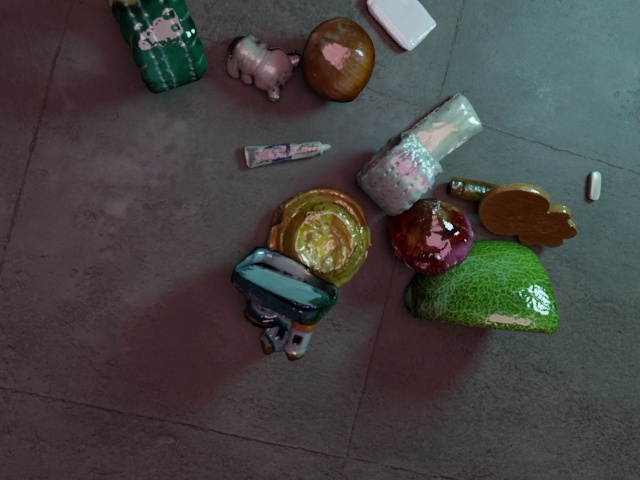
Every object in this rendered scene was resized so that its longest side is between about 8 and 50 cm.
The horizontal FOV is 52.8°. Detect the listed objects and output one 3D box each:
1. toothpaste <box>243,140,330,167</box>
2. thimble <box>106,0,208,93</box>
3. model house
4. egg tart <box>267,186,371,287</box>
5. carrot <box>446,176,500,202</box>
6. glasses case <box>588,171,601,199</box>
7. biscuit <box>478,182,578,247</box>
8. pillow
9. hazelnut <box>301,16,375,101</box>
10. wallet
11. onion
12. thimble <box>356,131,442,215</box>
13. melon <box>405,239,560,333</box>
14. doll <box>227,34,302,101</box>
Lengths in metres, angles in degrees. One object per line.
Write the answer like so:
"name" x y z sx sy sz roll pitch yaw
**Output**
"toothpaste" -0.087 -0.236 1.720 0.233 0.038 0.060 -8 91 -6
"thimble" -0.394 -0.506 1.552 0.167 0.254 0.288 -25 93 -8
"model house" -0.111 0.200 1.639 0.253 0.184 0.291 25 123 14
"egg tart" 0.000 0.000 1.703 0.290 0.115 0.290 0 90 -8
"carrot" 0.478 -0.123 1.800 0.260 0.070 0.070 13 90 -8
"glasses case" 0.795 -0.158 1.870 0.032 0.021 0.083 3 91 -9
"biscuit" 0.568 -0.067 1.765 0.289 0.202 0.044 20 51 -15
"pillow" 0.335 -0.297 1.779 0.229 0.051 0.128 -38 92 -7
"hazelnut" 0.045 -0.466 1.655 0.214 0.176 0.214 -4 95 -47
"wallet" 0.219 -0.617 1.761 0.124 0.032 0.183 -44 96 -5
"onion" 0.292 -0.029 1.695 0.230 0.163 0.230 1 59 -2
"thimble" 0.206 -0.177 1.681 0.149 0.211 0.185 44 40 -8
"melon" 0.414 0.145 1.734 0.343 0.226 0.331 -2 53 -10
"doll" -0.150 -0.461 1.675 0.192 0.095 0.149 26 85 -6
